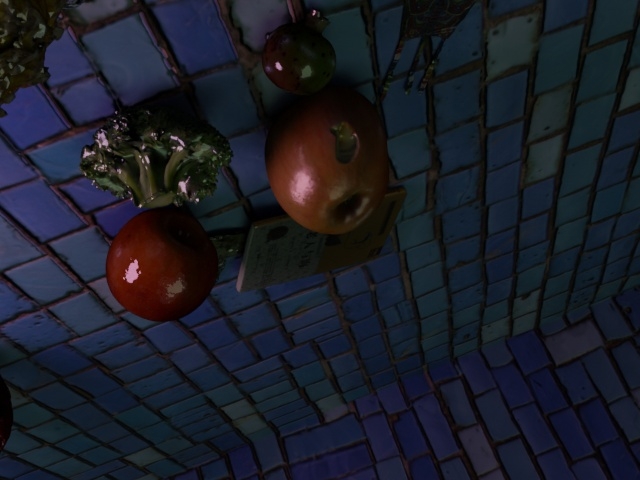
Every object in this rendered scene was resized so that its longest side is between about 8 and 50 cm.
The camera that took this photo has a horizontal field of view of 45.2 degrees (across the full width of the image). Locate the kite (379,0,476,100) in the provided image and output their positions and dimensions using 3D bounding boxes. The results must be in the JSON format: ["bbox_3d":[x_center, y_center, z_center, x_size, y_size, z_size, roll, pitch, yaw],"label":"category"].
[{"bbox_3d":[0.185,-0.362,1.382,0.152,0.015,0.285,-6,144,-22],"label":"kite"}]

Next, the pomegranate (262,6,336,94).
[{"bbox_3d":[-0.034,-0.299,1.246,0.130,0.130,0.130,-16,150,-10],"label":"pomegranate"}]

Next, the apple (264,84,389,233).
[{"bbox_3d":[0.023,-0.141,1.401,0.242,0.241,0.242,-14,149,-8],"label":"apple"}]

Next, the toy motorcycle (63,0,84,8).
[{"bbox_3d":[-0.357,-0.367,0.962,0.124,0.061,0.193,-16,145,-22],"label":"toy motorcycle"}]

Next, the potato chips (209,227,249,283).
[{"bbox_3d":[-0.238,0.039,1.738,0.220,0.029,0.202,-31,149,16],"label":"potato chips"}]

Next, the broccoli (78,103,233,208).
[{"bbox_3d":[-0.276,-0.137,1.285,0.226,0.176,0.198,-26,149,-23],"label":"broccoli"}]

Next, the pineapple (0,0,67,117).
[{"bbox_3d":[-0.424,-0.280,0.764,0.352,0.300,0.352,-14,125,-20],"label":"pineapple"}]

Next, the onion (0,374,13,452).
[{"bbox_3d":[-0.865,0.381,1.688,0.348,0.285,0.347,-9,107,-32],"label":"onion"}]

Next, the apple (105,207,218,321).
[{"bbox_3d":[-0.313,0.050,1.522,0.218,0.218,0.201,14,128,-46],"label":"apple"}]

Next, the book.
[{"bbox_3d":[0.000,0.000,1.794,0.389,0.032,0.269,-14,149,-23],"label":"book"}]
